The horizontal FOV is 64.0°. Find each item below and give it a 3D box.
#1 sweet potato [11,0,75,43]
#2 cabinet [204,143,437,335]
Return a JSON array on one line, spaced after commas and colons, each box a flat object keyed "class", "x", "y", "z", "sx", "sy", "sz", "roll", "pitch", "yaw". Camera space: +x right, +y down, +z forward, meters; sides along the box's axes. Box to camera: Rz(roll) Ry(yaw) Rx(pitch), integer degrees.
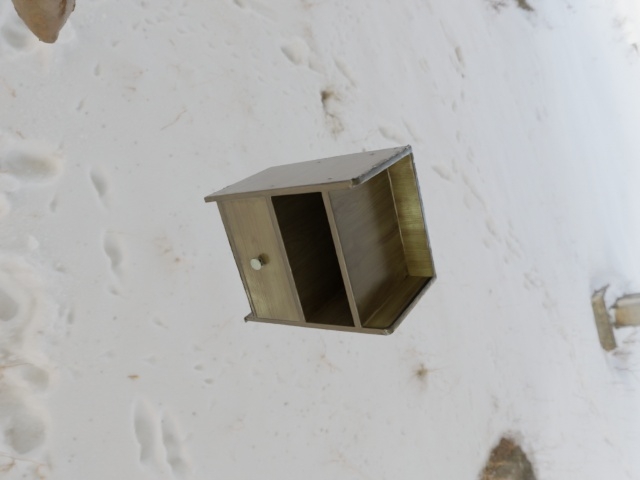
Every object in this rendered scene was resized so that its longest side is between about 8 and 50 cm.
[{"class": "sweet potato", "x": -0.200, "y": -0.245, "z": 0.352, "sx": 0.065, "sy": 0.218, "sz": 0.051, "roll": 30, "pitch": 42, "yaw": 11}, {"class": "cabinet", "x": 0.000, "y": 0.000, "z": 0.619, "sx": 0.148, "sy": 0.215, "sz": 0.175, "roll": -35, "pitch": 117, "yaw": -49}]
